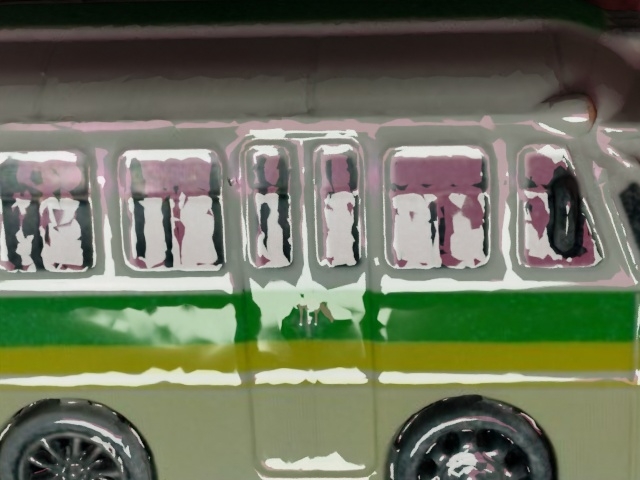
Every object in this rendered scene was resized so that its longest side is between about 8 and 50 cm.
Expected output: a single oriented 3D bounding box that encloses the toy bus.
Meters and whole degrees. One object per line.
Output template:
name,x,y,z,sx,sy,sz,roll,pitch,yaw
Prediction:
toy bus,0.000,0.000,0.621,0.276,0.133,0.164,-2,115,4
